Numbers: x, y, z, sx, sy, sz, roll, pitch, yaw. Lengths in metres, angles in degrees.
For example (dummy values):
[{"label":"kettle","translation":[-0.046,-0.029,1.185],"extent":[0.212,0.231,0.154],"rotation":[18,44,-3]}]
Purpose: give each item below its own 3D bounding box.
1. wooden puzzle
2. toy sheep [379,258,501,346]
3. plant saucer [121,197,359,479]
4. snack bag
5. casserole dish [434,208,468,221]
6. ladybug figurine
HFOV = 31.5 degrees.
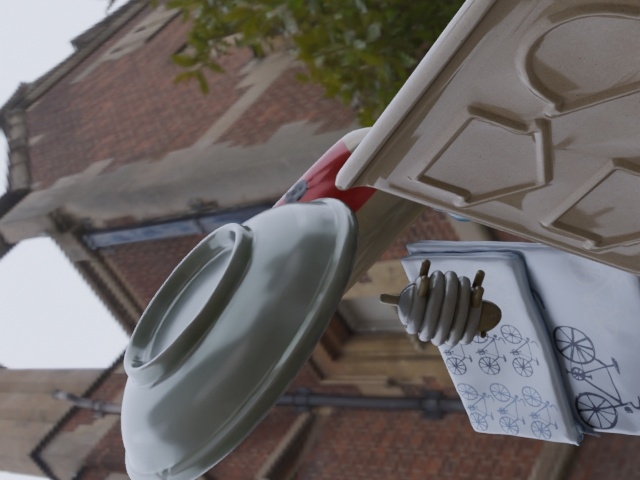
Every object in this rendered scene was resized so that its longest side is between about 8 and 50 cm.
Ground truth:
[{"label":"wooden puzzle","translation":[0.224,-0.097,0.865],"extent":[0.347,0.322,0.081],"rotation":[13,-120,-16]},{"label":"toy sheep","translation":[0.129,0.070,1.219],"extent":[0.132,0.091,0.091],"rotation":[13,-109,3]},{"label":"plant saucer","translation":[-0.122,0.091,1.303],"extent":[0.100,0.400,0.400],"rotation":[38,-120,-19]},{"label":"snack bag","translation":[0.295,0.138,1.468],"extent":[0.037,0.342,0.323],"rotation":[-47,-56,-40]},{"label":"casserole dish","translation":[0.201,-0.098,1.295],"extent":[0.188,0.037,0.114],"rotation":[-37,-72,0]},{"label":"ladybug figurine","translation":[0.000,0.000,1.656],"extent":[0.162,0.305,0.449],"rotation":[44,-85,2]}]
